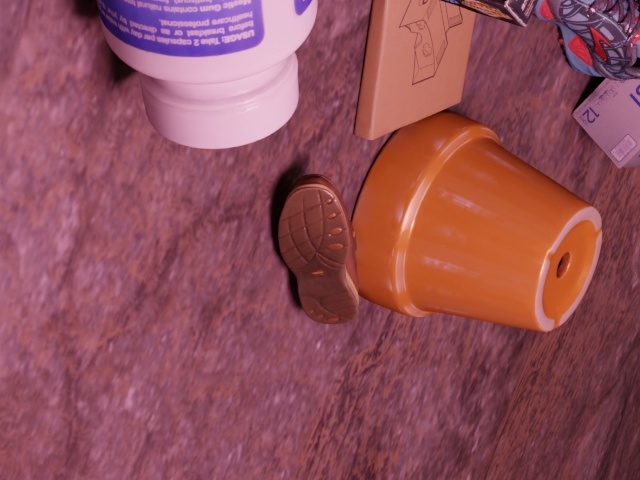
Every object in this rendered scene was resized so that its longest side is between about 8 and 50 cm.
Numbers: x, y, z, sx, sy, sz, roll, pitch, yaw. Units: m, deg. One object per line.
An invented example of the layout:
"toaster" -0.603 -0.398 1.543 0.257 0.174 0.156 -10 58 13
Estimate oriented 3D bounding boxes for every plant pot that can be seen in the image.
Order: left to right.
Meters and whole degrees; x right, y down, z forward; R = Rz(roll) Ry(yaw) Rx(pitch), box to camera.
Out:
"plant pot" 0.160 -0.003 1.614 0.205 0.188 0.205 -38 140 -41

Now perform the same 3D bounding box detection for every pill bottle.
"pill bottle" -0.081 -0.201 1.114 0.152 0.152 0.272 -43 144 -36

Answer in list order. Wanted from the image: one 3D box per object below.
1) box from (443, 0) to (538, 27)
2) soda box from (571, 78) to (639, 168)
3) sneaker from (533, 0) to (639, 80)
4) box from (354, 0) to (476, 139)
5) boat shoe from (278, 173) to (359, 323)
"box" 0.132 -0.302 1.370 0.220 0.175 0.051 -64 150 -4
"soda box" 0.423 -0.208 1.882 0.286 0.091 0.098 -47 159 25
"sneaker" 0.310 -0.245 1.754 0.104 0.125 0.262 -64 151 -5
"box" 0.096 -0.204 1.537 0.164 0.021 0.201 -26 132 -49
"boat shoe" 0.000 0.000 1.494 0.178 0.064 0.060 78 14 -48
